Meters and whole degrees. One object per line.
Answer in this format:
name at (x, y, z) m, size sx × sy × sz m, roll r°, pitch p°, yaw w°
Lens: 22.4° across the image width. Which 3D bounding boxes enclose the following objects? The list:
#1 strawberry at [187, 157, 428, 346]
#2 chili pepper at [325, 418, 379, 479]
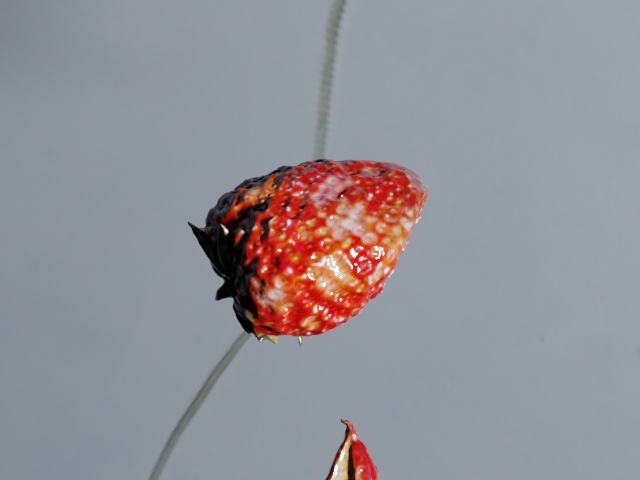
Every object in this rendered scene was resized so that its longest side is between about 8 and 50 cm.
strawberry at (-0.005, -0.001, 1.097) m, size 0.148 × 0.131 × 0.131 m, roll -43°, pitch 92°, yaw 19°
chili pepper at (0.011, 0.231, 0.866) m, size 0.059 × 0.050 × 0.268 m, roll -1°, pitch 80°, yaw 20°
